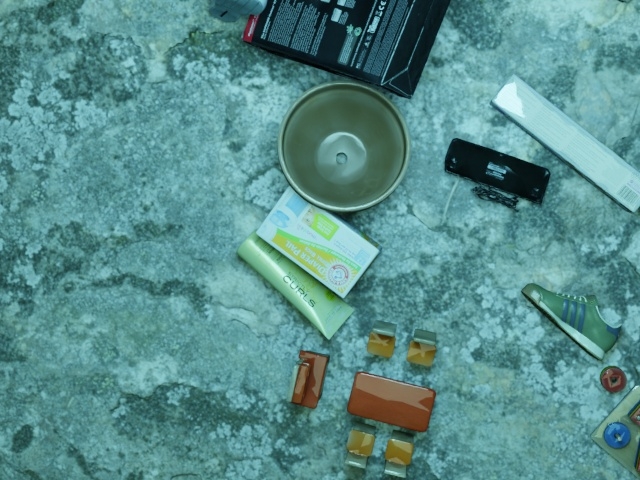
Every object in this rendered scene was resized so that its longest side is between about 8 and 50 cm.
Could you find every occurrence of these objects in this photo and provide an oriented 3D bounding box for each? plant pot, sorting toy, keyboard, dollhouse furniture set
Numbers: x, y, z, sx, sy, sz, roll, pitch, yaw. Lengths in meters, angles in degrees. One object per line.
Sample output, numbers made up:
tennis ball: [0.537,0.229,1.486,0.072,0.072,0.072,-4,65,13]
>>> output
plant pot: [0.040,-0.159,1.774,0.237,0.110,0.237,0,80,-2]
sorting toy: [0.593,0.361,1.786,0.274,0.046,0.132,40,97,3]
keyboard: [0.316,-0.113,1.803,0.192,0.038,0.100,20,72,6]
dollhouse furniture set: [0.077,0.281,1.796,0.259,0.135,0.262,13,95,6]

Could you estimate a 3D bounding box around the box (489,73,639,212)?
box: [0.449,-0.173,1.761,0.324,0.063,0.067,38,95,3]

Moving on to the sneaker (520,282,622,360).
sneaker: [0.461,0.125,1.783,0.192,0.064,0.086,42,90,2]

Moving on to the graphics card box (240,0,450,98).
graphics card box: [0.043,-0.401,1.686,0.371,0.094,0.232,26,97,43]

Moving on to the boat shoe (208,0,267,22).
boat shoe: [-0.147,-0.444,1.741,0.083,0.226,0.075,20,87,-24]

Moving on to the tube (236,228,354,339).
tube: [-0.048,0.077,1.834,0.240,0.062,0.070,42,90,4]

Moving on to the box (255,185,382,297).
box: [0.000,0.000,1.804,0.203,0.103,0.114,36,97,4]
